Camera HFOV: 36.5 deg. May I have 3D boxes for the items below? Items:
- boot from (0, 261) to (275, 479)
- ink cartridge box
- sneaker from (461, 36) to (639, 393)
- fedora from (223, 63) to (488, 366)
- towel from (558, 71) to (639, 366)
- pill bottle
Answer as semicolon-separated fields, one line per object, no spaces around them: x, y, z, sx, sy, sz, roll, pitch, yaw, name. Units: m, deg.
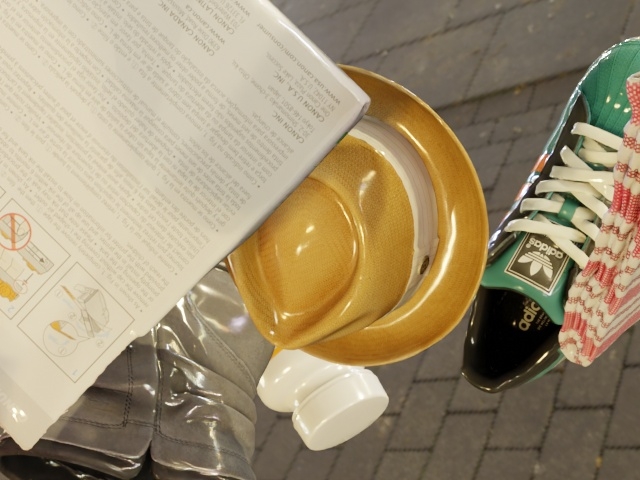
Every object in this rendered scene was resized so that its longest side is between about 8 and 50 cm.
-0.187;0.062;0.678;0.118;0.338;0.223;112;172;-48;boot
-0.117;-0.045;0.452;0.225;0.181;0.056;-46;-1;10;ink cartridge box
0.193;-0.005;0.743;0.108;0.302;0.121;28;29;22;sneaker
0.000;0.000;0.556;0.194;0.194;0.079;-17;14;33;fedora
0.158;-0.035;0.379;0.144;0.197;0.029;-37;65;-15;towel
-0.033;0.113;1.192;0.152;0.152;0.272;-35;62;5;pill bottle
